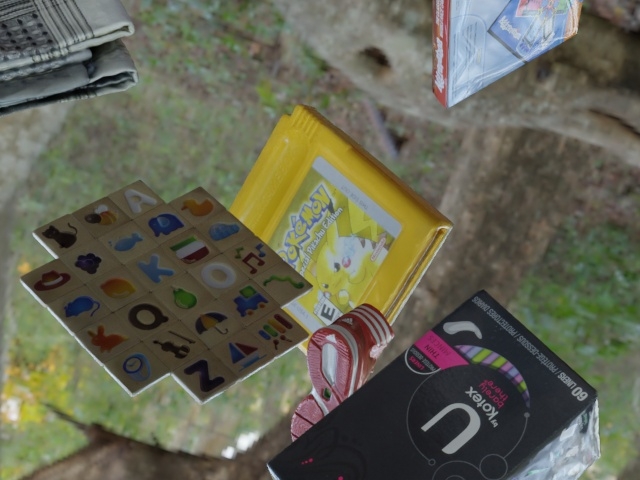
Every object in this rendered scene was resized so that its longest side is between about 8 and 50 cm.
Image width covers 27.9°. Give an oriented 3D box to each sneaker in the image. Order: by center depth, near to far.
[{"bbox_3d":[0.040,0.173,1.539,0.087,0.221,0.128,31,-140,23],"label":"sneaker"}]

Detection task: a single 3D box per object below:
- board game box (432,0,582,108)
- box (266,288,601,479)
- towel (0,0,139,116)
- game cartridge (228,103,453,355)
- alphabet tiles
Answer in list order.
[{"bbox_3d":[0.156,-0.218,1.041,0.027,0.145,0.281,57,171,23],"label":"board game box"},{"bbox_3d":[0.113,0.207,1.216,0.165,0.270,0.143,43,165,33],"label":"box"},{"bbox_3d":[-0.380,-0.246,1.382,0.312,0.056,0.324,-15,-128,-19],"label":"towel"},{"bbox_3d":[0.000,0.000,1.835,0.324,0.285,0.053,41,-159,31],"label":"game cartridge"},{"bbox_3d":[-0.189,0.054,1.607,0.285,0.011,0.342,-30,-123,-32],"label":"alphabet tiles"}]
